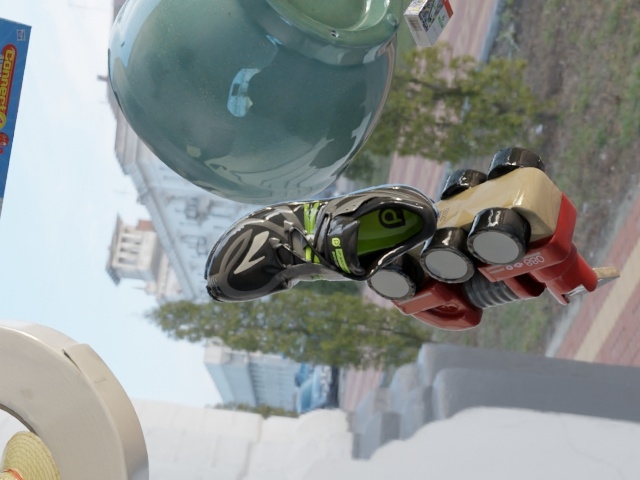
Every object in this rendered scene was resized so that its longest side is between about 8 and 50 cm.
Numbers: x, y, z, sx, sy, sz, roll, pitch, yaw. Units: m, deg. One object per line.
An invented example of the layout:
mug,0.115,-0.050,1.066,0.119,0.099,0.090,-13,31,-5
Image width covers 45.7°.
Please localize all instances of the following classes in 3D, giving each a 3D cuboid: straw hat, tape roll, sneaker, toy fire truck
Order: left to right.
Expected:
tape roll,-0.402,0.285,0.919,0.072,0.393,0.391,11,-94,-82
straw hat,-0.321,0.272,0.774,0.061,0.145,0.144,-3,-76,-49
sneaker,0.000,0.000,0.577,0.078,0.188,0.067,-125,19,-78
toy fire truck,0.210,0.031,0.841,0.217,0.246,0.158,-24,31,44

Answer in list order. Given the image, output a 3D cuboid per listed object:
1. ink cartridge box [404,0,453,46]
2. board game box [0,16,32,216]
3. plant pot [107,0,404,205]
ink cartridge box,0.172,-0.354,1.145,0.115,0.029,0.063,-57,-44,-22
board game box,-0.603,-0.210,1.157,0.086,0.308,0.301,-6,-69,-64
plant pot,-0.040,-0.207,0.750,0.196,0.293,0.292,-41,36,53
